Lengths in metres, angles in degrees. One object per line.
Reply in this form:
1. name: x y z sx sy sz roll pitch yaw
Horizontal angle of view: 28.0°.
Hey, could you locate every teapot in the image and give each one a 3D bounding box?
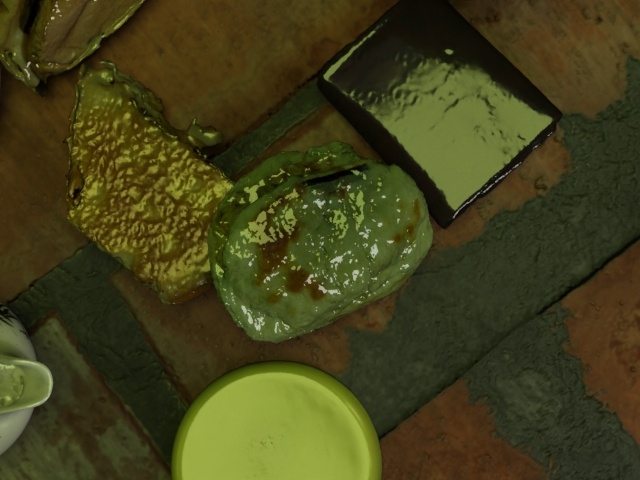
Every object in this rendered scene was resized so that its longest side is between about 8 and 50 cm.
1. teapot: -0.432 0.152 1.386 0.299 0.166 0.208 -1 97 -6

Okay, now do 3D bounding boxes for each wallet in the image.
1. wallet: 0.127 -0.154 1.419 0.182 0.049 0.229 -42 81 0

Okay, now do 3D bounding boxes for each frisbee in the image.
1. frisbee: -0.049 0.249 1.411 0.235 0.017 0.236 0 85 5

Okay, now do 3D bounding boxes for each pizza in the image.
1. pizza: -0.191 -0.068 1.423 0.189 0.071 0.297 -45 83 0

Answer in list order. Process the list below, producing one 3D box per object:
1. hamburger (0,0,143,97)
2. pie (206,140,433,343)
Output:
1. hamburger: -0.302 -0.279 1.417 0.208 0.155 0.135 -48 63 8
2. pie: 0.000 0.000 1.351 0.248 0.090 0.201 -25 111 -12
